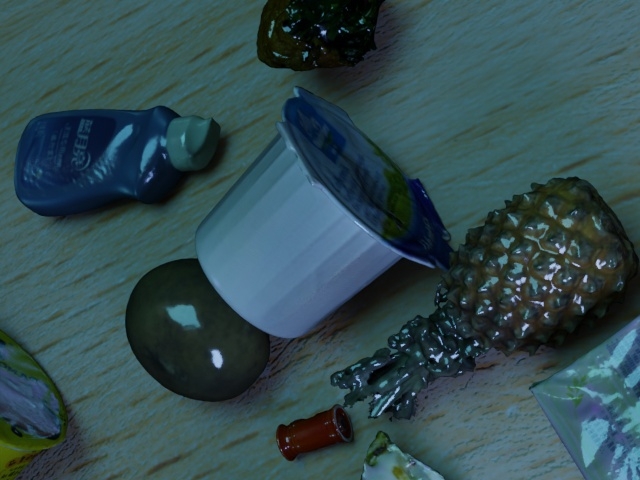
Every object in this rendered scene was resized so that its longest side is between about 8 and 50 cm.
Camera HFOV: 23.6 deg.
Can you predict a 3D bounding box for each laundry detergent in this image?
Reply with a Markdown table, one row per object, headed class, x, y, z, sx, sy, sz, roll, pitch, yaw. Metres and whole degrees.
| class | x | y | z | sx | sy | sz | roll | pitch | yaw |
| --- | --- | --- | --- | --- | --- | --- | --- | --- | --- |
| laundry detergent | -0.269 | -0.114 | 2.039 | 0.289 | 0.094 | 0.143 | -7 | 62 | 28 |

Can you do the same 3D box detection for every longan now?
| class | x | y | z | sx | sy | sz | roll | pitch | yaw |
| --- | --- | --- | --- | --- | --- | --- | --- | --- | --- |
| longan | -0.145 | 0.107 | 1.830 | 0.167 | 0.167 | 0.187 | -42 | 59 | 8 |

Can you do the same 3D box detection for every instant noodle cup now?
| class | x | y | z | sx | sy | sz | roll | pitch | yaw |
| --- | --- | --- | --- | --- | --- | --- | --- | --- | --- |
| instant noodle cup | -0.516 | 0.240 | 1.908 | 0.254 | 0.325 | 0.325 | -52 | 54 | 11 |

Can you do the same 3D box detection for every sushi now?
| class | x | y | z | sx | sy | sz | roll | pitch | yaw |
| --- | --- | --- | --- | --- | --- | --- | --- | --- | --- |
| sushi | 0.021 | -0.295 | 1.930 | 0.140 | 0.149 | 0.287 | -26 | 26 | 48 |

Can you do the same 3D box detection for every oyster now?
| class | x | y | z | sx | sy | sz | roll | pitch | yaw |
| --- | --- | --- | --- | --- | --- | --- | --- | --- | --- |
| oyster | 0.104 | 0.316 | 1.659 | 0.209 | 0.072 | 0.133 | 37 | 76 | 18 |

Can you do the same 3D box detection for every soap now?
| class | x | y | z | sx | sy | sz | roll | pitch | yaw |
| --- | --- | --- | --- | --- | --- | --- | --- | --- | --- |
| soap | 0.346 | 0.185 | 1.530 | 0.182 | 0.138 | 0.199 | -37 | 56 | 12 |

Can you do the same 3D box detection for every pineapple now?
| class | x | y | z | sx | sy | sz | roll | pitch | yaw |
| --- | --- | --- | --- | --- | --- | --- | --- | --- | --- |
| pineapple | 0.170 | 0.075 | 1.665 | 0.361 | 0.175 | 0.175 | -33 | 57 | 13 |

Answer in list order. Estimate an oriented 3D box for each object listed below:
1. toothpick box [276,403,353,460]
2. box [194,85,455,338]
| class | x | y | z | sx | sy | sz | roll | pitch | yaw |
| --- | --- | --- | --- | --- | --- | --- | --- | --- | --- |
| toothpick box | -0.009 | 0.223 | 1.772 | 0.083 | 0.047 | 0.047 | -21 | 60 | 21 |
| box | 0.000 | 0.000 | 1.779 | 0.206 | 0.291 | 0.262 | -42 | 13 | 22 |
